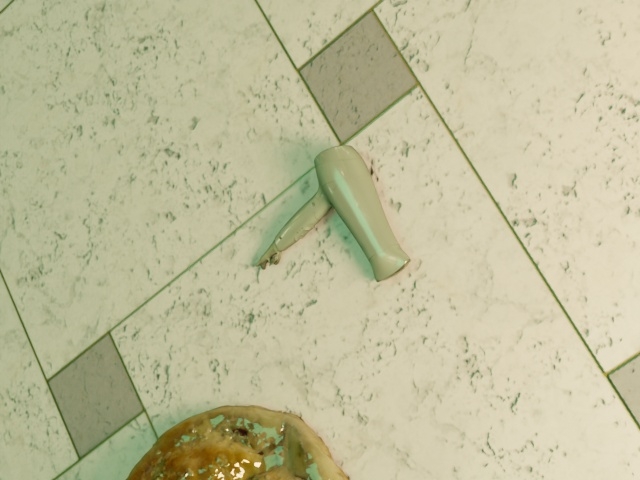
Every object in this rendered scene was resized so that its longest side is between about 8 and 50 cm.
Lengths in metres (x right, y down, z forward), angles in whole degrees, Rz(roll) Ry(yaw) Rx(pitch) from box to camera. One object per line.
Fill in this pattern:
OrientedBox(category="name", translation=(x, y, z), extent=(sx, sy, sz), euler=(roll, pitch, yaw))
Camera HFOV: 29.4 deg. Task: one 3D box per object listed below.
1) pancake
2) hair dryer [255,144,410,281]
OrientedBox(category="pancake", translation=(-0.135, 0.411, 1.725), extent=(0.387, 0.082, 0.387), euler=(-8, 63, 16))
OrientedBox(category="hair dryer", translation=(0.000, 0.000, 1.785), extent=(0.237, 0.075, 0.206), euler=(-33, 73, 29))
